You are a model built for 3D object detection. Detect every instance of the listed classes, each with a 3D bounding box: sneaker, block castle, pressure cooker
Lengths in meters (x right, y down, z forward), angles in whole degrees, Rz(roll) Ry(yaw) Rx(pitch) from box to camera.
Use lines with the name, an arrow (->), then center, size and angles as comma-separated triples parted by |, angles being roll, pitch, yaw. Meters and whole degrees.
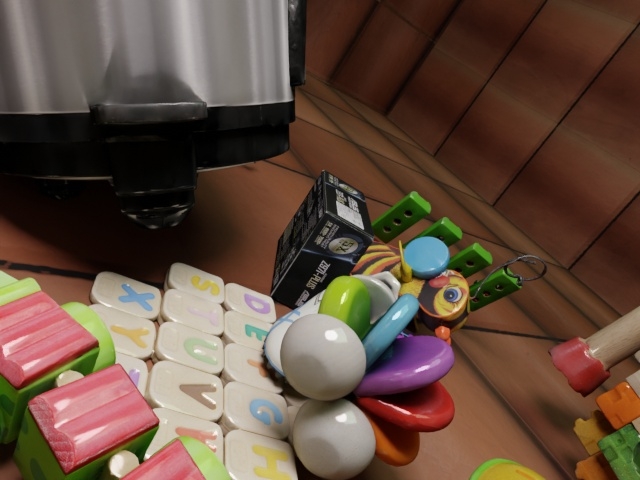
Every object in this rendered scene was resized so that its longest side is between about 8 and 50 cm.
sneaker -> 0.019, 0.090, 0.611 | 0.085, 0.086, 0.237 | 43, 32, 16
block castle -> 0.513, 0.340, 0.707 | 0.303, 0.213, 0.453 | 36, 24, -30
pressure cooker -> -0.212, -0.225, 0.599 | 0.375, 0.420, 0.370 | 5, 18, 23

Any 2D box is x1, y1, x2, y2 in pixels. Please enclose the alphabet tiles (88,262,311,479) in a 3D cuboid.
alphabet tiles -> -0.100, 0.122, 0.525 | 0.278, 0.021, 0.284 | 26, 22, -22

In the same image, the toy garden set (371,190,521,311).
toy garden set -> 0.184, 0.036, 0.908 | 0.244, 0.204, 0.049 | 38, 46, -12

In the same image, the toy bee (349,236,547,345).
toy bee -> 0.161, 0.075, 0.792 | 0.195, 0.298, 0.162 | 49, 48, -33

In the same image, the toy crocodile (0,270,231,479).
toy crocodile -> -0.149, 0.116, 0.322 | 0.340, 0.105, 0.115 | 40, 32, 17

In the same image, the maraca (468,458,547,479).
maraca -> 0.176, 0.291, 0.467 | 0.127, 0.099, 0.185 | 26, 47, -5

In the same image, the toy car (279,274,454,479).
toy car -> 0.054, 0.121, 0.477 | 0.136, 0.182, 0.159 | -2, 13, 25

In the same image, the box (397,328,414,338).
box -> 0.076, 0.145, 0.724 | 0.116, 0.029, 0.162 | 34, 22, -1

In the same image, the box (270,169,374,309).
box -> 0.000, 0.000, 0.761 | 0.077, 0.147, 0.180 | 29, 21, -13
